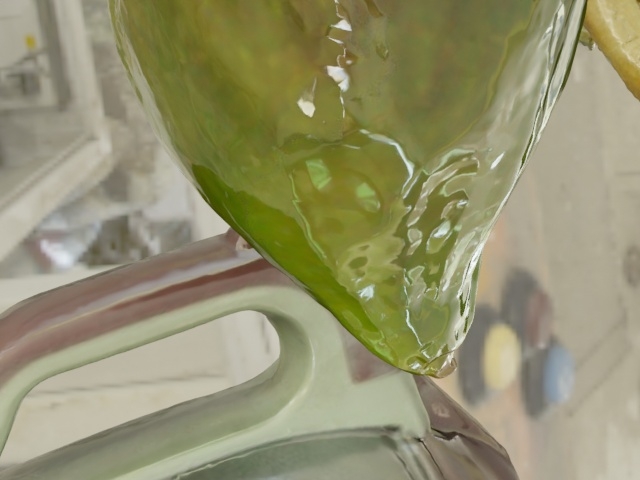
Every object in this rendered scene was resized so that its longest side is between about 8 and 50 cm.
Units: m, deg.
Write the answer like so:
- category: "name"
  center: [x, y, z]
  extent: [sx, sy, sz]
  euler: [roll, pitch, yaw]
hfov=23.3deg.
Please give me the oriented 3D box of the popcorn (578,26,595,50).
- category: "popcorn"
  center: [0.367, -0.341, 1.497]
  extent: [0.274, 0.279, 0.335]
  euler: [15, 93, -42]

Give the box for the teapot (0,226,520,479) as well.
- category: "teapot"
  center: [-0.059, 0.148, 0.709]
  extent: [0.312, 0.233, 0.315]
  euler: [-28, 121, -9]

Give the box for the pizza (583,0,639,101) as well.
- category: "pizza"
  center: [0.290, -0.181, 1.202]
  extent: [0.197, 0.058, 0.292]
  euler: [-13, 65, -28]

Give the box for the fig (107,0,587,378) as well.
- category: "fig"
  center: [0.006, -0.076, 0.512]
  extent: [0.167, 0.167, 0.233]
  euler: [-53, 166, -50]
